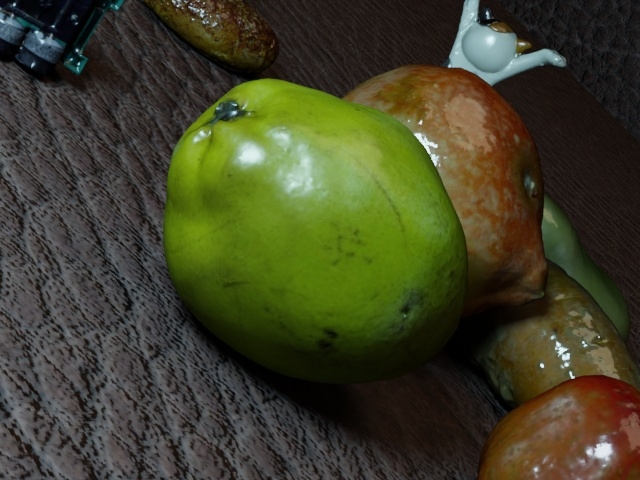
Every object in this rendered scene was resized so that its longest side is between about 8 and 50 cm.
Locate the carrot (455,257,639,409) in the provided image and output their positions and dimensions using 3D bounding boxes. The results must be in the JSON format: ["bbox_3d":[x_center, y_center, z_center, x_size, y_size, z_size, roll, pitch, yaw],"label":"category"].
[{"bbox_3d":[0.239,0.134,1.370,0.139,0.138,0.302,19,28,-48],"label":"carrot"}]

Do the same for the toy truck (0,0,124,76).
[{"bbox_3d":[-0.286,-0.236,1.252,0.216,0.110,0.116,27,9,-32],"label":"toy truck"}]

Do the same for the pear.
[{"bbox_3d":[0.000,0.000,1.083,0.269,0.212,0.212,49,12,-30],"label":"pear"}]

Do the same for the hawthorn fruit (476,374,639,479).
[{"bbox_3d":[0.218,0.170,1.120,0.163,0.203,0.162,39,15,-13],"label":"hawthorn fruit"}]

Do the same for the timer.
[{"bbox_3d":[0.125,-0.137,1.558,0.175,0.266,0.175,36,18,-14],"label":"timer"}]

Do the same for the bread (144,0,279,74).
[{"bbox_3d":[-0.125,-0.263,1.690,0.193,0.064,0.193,35,16,-11],"label":"bread"}]

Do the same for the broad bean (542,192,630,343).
[{"bbox_3d":[0.265,0.041,1.700,0.263,0.121,0.189,46,7,-34],"label":"broad bean"}]

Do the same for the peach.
[{"bbox_3d":[0.107,-0.032,1.347,0.257,0.232,0.232,32,16,12],"label":"peach"}]
